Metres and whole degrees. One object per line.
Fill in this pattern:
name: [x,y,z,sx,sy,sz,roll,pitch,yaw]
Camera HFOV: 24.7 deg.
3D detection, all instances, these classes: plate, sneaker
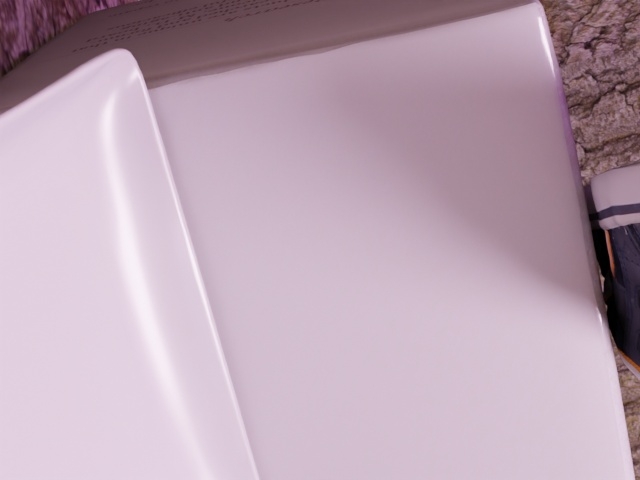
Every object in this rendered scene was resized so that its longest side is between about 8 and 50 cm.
plate: [-0.127,0.080,0.653,0.278,0.045,0.277,-44,123,-58]
sneaker: [0.211,0.008,0.768,0.321,0.126,0.127,10,63,-83]

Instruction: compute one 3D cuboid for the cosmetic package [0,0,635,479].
cosmetic package: [0.000,0.000,0.960,0.394,0.327,0.329,-80,158,-71]
